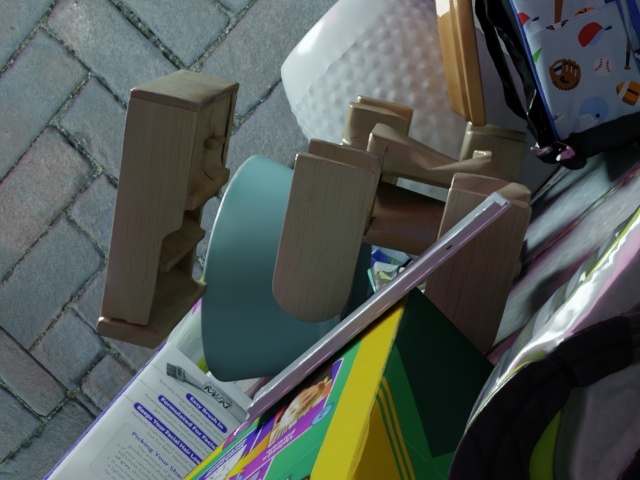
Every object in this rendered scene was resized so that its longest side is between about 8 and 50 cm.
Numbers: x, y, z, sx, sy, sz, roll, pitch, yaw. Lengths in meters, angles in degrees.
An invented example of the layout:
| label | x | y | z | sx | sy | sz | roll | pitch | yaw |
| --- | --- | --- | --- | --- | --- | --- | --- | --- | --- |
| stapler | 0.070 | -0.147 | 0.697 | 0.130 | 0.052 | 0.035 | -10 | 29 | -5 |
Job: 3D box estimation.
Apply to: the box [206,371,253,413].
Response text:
| label | x | y | z | sx | sy | sz | roll | pitch | yaw |
| --- | --- | --- | --- | --- | --- | --- | --- | --- | --- |
| box | -0.162 | 0.265 | 1.445 | 0.087 | 0.101 | 0.102 | -42 | 7 | 37 |

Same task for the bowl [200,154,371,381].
| label | x | y | z | sx | sy | sz | roll | pitch | yaw |
| --- | --- | --- | --- | --- | --- | --- | --- | --- | --- |
| bowl | -0.029 | 0.050 | 1.316 | 0.311 | 0.163 | 0.311 | 9 | -90 | -77 |

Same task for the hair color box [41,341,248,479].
| label | x | y | z | sx | sy | sz | roll | pitch | yaw |
| --- | --- | --- | --- | --- | --- | --- | --- | --- | --- |
| hair color box | -0.192 | 0.271 | 1.107 | 0.110 | 0.185 | 0.339 | -45 | 3 | 23 |

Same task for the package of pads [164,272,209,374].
| label | x | y | z | sx | sy | sz | roll | pitch | yaw |
| --- | --- | --- | --- | --- | --- | --- | --- | --- | --- |
| package of pads | -0.148 | 0.088 | 1.600 | 0.229 | 0.101 | 0.296 | -51 | 9 | 41 |

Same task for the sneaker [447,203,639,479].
| label | x | y | z | sx | sy | sz | roll | pitch | yaw |
| --- | --- | --- | --- | --- | --- | --- | --- | --- | --- |
| sneaker | 0.169 | 0.027 | 0.489 | 0.300 | 0.111 | 0.121 | -44 | 0 | -3 |

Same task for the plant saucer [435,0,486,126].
| label | x | y | z | sx | sy | sz | roll | pitch | yaw |
| --- | --- | --- | --- | --- | --- | --- | --- | --- | --- |
| plant saucer | 0.149 | -0.220 | 1.053 | 0.037 | 0.200 | 0.200 | -6 | 14 | 11 |

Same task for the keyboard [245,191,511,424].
| label | x | y | z | sx | sy | sz | roll | pitch | yaw |
| --- | --- | --- | --- | --- | --- | --- | --- | --- | --- |
| keyboard | 0.042 | 0.050 | 0.752 | 0.256 | 0.014 | 0.072 | -40 | -1 | 8 |

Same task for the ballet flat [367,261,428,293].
| label | x | y | z | sx | sy | sz | roll | pitch | yaw |
| --- | --- | --- | --- | --- | --- | --- | --- | --- | --- |
| ballet flat | 0.095 | 0.071 | 1.095 | 0.079 | 0.077 | 0.221 | -26 | 13 | 11 |

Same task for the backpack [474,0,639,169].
| label | x | y | z | sx | sy | sz | roll | pitch | yaw |
| --- | --- | --- | --- | --- | --- | --- | --- | --- | --- |
| backpack | 0.261 | -0.230 | 0.989 | 0.213 | 0.263 | 0.276 | -28 | 9 | 14 |

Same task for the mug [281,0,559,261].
| label | x | y | z | sx | sy | sz | roll | pitch | yaw |
| --- | --- | --- | --- | --- | --- | --- | --- | --- | --- |
| mug | 0.109 | -0.159 | 1.326 | 0.276 | 0.328 | 0.374 | -46 | 4 | -16 |

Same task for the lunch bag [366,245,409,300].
| label | x | y | z | sx | sy | sz | roll | pitch | yaw |
| --- | --- | --- | --- | --- | --- | --- | --- | --- | --- |
| lunch bag | 0.019 | 0.064 | 1.569 | 0.303 | 0.115 | 0.243 | -46 | 6 | 0 |

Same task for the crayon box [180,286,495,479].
| label | x | y | z | sx | sy | sz | roll | pitch | yaw |
| --- | --- | --- | --- | --- | --- | --- | --- | --- | --- |
| crayon box | -0.049 | 0.226 | 0.681 | 0.363 | 0.106 | 0.313 | -43 | 6 | 21 |

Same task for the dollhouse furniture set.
| label | x | y | z | sx | sy | sz | roll | pitch | yaw |
| --- | --- | --- | --- | --- | --- | --- | --- | --- | --- |
| dollhouse furniture set | 0.000 | 0.000 | 1.006 | 0.362 | 0.394 | 0.256 | -59 | -19 | -71 |
